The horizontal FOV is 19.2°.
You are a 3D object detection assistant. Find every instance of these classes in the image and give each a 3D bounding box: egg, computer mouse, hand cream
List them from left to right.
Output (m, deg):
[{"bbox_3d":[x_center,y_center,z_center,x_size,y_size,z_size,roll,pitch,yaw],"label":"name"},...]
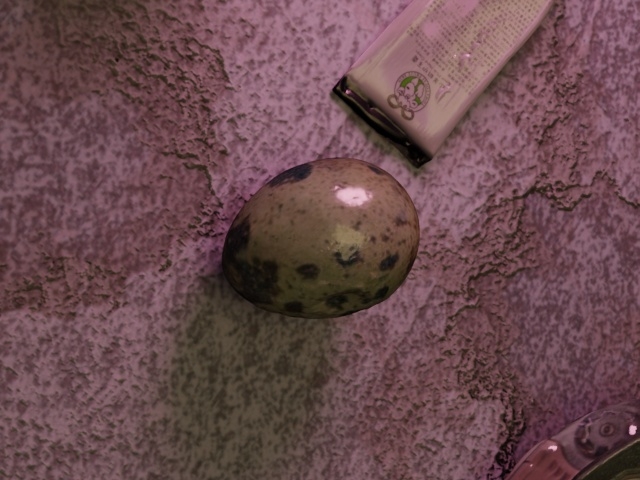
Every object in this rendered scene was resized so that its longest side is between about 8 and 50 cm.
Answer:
[{"bbox_3d":[0.000,0.000,1.667,0.181,0.141,0.141,-16,101,-17],"label":"egg"},{"bbox_3d":[0.157,-0.227,1.789,0.121,0.076,0.336,43,80,-19],"label":"hand cream"},{"bbox_3d":[0.240,0.273,1.839,0.389,0.115,0.199,-36,126,-1],"label":"computer mouse"}]
